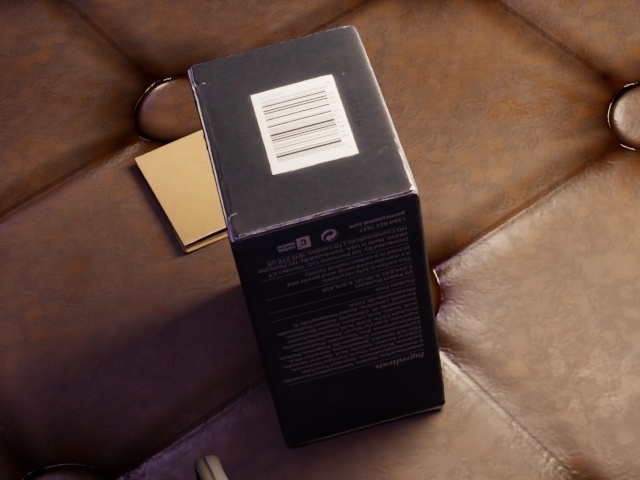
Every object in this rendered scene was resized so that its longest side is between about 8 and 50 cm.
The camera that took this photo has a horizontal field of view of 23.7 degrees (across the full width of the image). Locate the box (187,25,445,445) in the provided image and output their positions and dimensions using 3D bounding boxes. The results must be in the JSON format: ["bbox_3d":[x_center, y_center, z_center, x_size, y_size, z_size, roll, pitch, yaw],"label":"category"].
[{"bbox_3d":[0.000,0.000,1.822,0.212,0.395,0.293,-15,47,-2],"label":"box"}]

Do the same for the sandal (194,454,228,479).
[{"bbox_3d":[-0.064,0.355,1.714,0.086,0.120,0.303,-11,46,-19],"label":"sandal"}]

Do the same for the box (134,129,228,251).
[{"bbox_3d":[-0.156,-0.083,2.174,0.164,0.021,0.201,-24,50,-11],"label":"box"}]
